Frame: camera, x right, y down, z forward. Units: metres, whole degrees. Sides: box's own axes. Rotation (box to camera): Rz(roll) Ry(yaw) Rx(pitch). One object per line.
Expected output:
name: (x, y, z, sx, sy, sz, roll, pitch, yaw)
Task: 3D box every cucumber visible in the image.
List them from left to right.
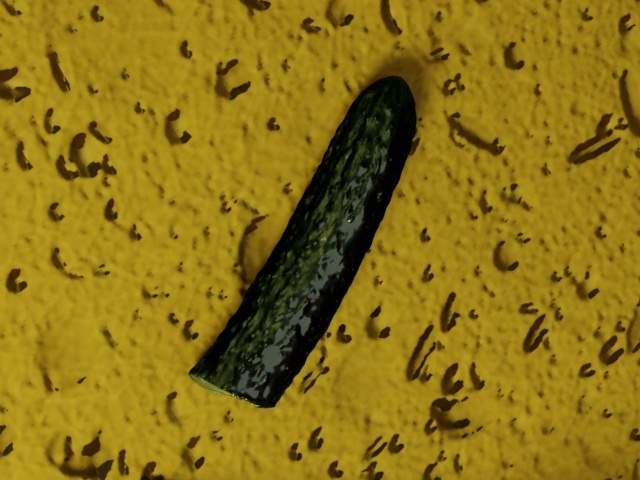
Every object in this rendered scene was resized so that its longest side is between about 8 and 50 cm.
cucumber: (0.000, 0.000, 1.096, 0.058, 0.052, 0.215, 28, 83, 9)

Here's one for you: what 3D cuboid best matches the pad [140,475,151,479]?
pad: (-0.073, 0.236, 1.052, 0.190, 0.004, 0.127, 37, 81, 25)
